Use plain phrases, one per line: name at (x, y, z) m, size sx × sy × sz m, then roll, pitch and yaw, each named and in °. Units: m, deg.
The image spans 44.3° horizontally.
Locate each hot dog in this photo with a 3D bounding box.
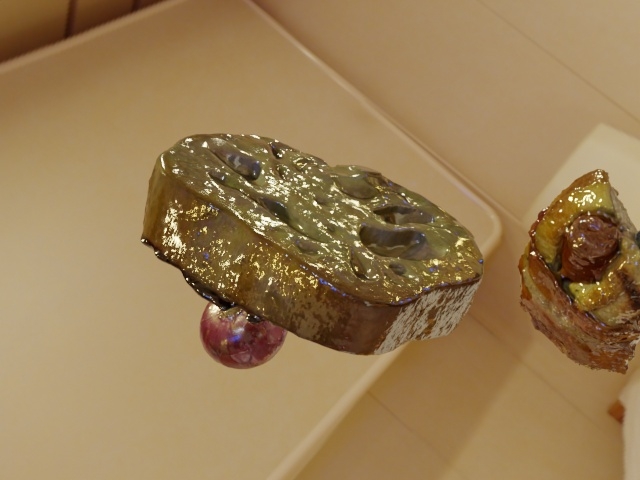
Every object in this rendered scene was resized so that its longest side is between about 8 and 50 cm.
hot dog at (0.229, 0.038, 0.690) m, size 0.103 × 0.146 × 0.213 m, roll -21°, pitch -35°, yaw 3°

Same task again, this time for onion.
onion at (-0.147, 0.165, 1.515) m, size 0.177 × 0.177 × 0.153 m, roll -41°, pitch -27°, yaw -36°

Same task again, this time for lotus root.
lotus root at (0.000, 0.000, 0.869) m, size 0.375 × 0.390 × 0.111 m, roll -112°, pitch 41°, yaw -59°
